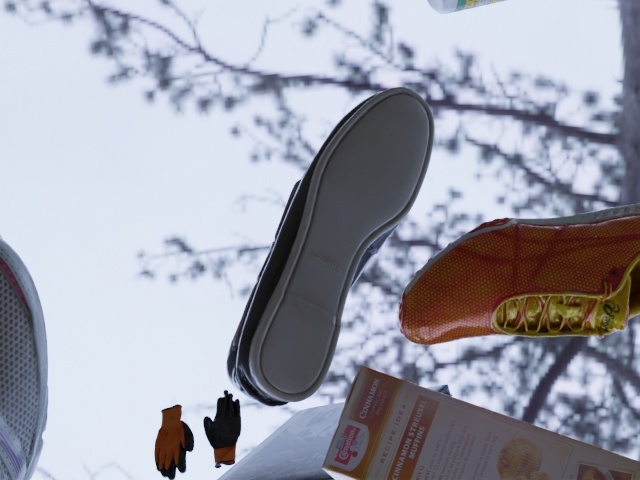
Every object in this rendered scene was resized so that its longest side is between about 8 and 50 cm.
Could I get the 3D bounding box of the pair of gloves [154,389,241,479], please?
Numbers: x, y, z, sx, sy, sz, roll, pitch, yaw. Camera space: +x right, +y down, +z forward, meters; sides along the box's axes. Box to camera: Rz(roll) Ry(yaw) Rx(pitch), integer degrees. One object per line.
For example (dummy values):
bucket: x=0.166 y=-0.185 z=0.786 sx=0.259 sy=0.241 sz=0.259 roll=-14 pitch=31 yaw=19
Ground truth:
pair of gloves: x=-0.105 y=0.166 z=1.211 sx=0.083 sy=0.010 sz=0.074 roll=-17 pitch=-132 yaw=17

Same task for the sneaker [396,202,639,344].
sneaker: x=0.125 y=0.023 z=0.750 sx=0.175 sy=0.064 sz=0.067 roll=-14 pitch=-142 yaw=-12

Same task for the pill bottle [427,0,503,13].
pill bottle: x=0.206 y=-0.309 z=1.452 sx=0.208 sy=0.118 sz=0.118 roll=-14 pitch=-134 yaw=-7

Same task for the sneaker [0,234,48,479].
sneaker: x=-0.158 y=0.102 z=0.498 sx=0.103 sy=0.111 sz=0.252 roll=17 pitch=-112 yaw=-10

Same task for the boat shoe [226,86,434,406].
boat shoe: x=0.000 y=0.000 z=1.349 sx=0.095 sy=0.112 sz=0.335 roll=-8 pitch=-128 yaw=60

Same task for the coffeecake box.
coffeecake box: x=0.109 y=0.149 z=0.846 sx=0.185 sy=0.142 sz=0.068 roll=17 pitch=-104 yaw=19

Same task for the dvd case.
dvd case: x=0.002 y=0.198 z=1.370 sx=0.221 sy=0.018 sz=0.164 roll=-18 pitch=-167 yaw=47
